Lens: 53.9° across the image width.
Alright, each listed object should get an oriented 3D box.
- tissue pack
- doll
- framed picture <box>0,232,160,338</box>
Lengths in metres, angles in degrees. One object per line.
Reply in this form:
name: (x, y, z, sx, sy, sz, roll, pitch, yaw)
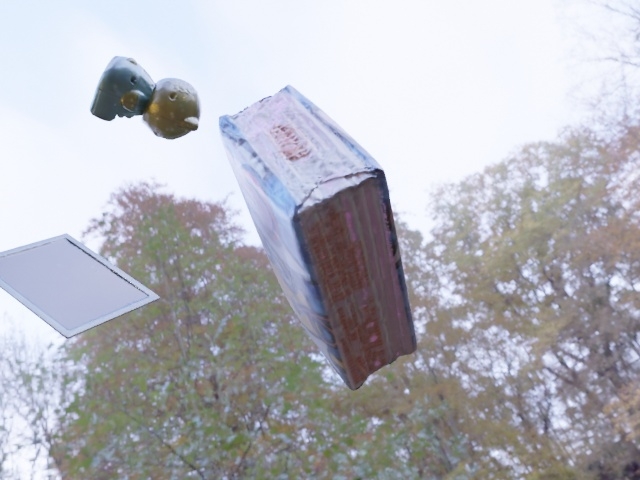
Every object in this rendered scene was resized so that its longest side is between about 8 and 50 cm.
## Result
tissue pack: (0.000, 0.000, 0.388, 0.065, 0.115, 0.155, -29, -47, -11)
doll: (-0.429, -0.357, 1.608, 0.260, 0.177, 0.162, 22, -68, -16)
framed picture: (-0.312, 0.052, 0.775, 0.142, 0.183, 0.011, -26, -40, -55)
